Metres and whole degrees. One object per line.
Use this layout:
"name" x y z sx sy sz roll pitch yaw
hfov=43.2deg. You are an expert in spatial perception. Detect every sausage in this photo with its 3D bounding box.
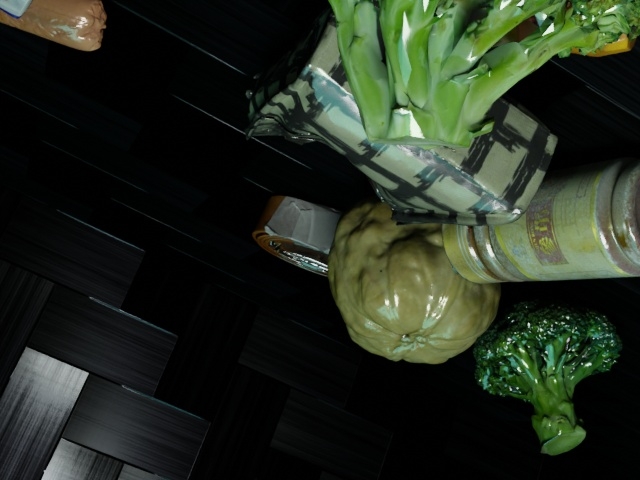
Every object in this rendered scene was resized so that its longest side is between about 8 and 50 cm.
"sausage" -0.441 -0.350 1.147 0.289 0.086 0.086 21 162 4

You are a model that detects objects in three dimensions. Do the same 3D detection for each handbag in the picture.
"handbag" 0.077 -0.145 1.048 0.325 0.163 0.327 31 168 -17

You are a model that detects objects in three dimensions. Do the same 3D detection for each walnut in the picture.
"walnut" 0.152 0.062 1.347 0.282 0.277 0.253 -5 135 -1

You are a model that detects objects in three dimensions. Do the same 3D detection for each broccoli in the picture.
"broccoli" 0.447 0.248 1.564 0.297 0.297 0.298 -7 143 -5
"broccoli" 0.119 -0.208 0.648 0.307 0.275 0.308 8 -174 -1

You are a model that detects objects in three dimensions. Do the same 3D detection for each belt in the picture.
"belt" 0.000 0.000 1.622 0.261 0.105 0.184 24 160 -6

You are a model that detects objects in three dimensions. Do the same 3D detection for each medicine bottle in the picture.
"medicine bottle" 0.328 -0.021 1.106 0.151 0.151 0.322 31 160 -27

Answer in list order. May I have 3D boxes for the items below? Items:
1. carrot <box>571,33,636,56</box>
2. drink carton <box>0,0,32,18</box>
"carrot" 0.180 -0.230 0.805 0.260 0.070 0.070 14 161 24
"drink carton" -0.353 -0.377 0.933 0.130 0.107 0.315 29 161 -26
